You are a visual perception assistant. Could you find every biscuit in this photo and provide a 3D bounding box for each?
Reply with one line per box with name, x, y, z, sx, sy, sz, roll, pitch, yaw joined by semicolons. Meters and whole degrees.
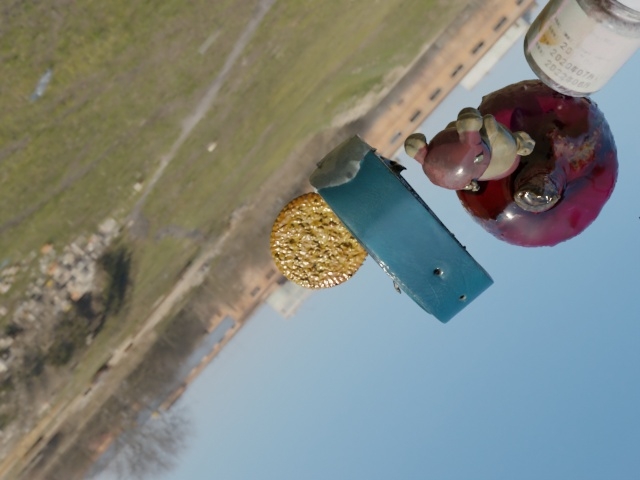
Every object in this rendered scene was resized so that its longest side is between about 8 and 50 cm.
biscuit;0.000;0.000;2.292;0.254;0.254;0.035;-48;-168;3

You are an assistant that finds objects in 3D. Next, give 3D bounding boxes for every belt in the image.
belt;0.166;-0.022;1.922;0.173;0.436;0.300;-39;-162;5

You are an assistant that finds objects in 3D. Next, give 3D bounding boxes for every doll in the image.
doll;0.290;-0.182;1.824;0.256;0.196;0.152;-10;115;-55

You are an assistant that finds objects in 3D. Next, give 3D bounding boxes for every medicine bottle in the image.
medicine bottle;0.454;-0.369;1.480;0.165;0.165;0.273;-50;175;-35

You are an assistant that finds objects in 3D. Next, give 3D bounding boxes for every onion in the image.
onion;0.497;-0.155;2.101;0.398;0.398;0.420;-47;-169;12

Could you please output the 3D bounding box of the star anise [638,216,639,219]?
star anise;0.778;-0.021;2.062;0.227;0.219;0.148;-103;-175;-52
